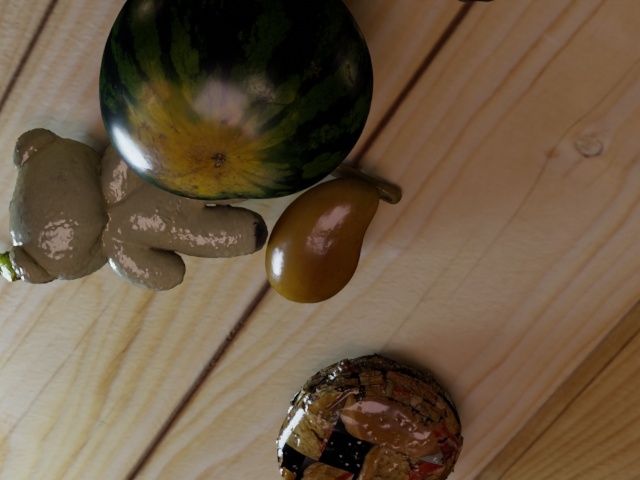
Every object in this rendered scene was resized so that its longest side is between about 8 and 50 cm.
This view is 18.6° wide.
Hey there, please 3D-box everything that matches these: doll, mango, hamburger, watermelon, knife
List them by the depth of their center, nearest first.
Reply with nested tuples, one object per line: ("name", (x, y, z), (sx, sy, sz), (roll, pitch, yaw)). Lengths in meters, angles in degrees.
("watermelon", (-0.086, -0.158, 1.891), (0.269, 0.269, 0.269), (6, 132, 7))
("knife", (-0.022, -0.103, 2.073), (0.256, 0.022, 0.046), (26, 149, -15))
("mango", (0.000, 0.000, 2.115), (0.102, 0.085, 0.184), (20, 137, -12))
("doll", (-0.196, -0.035, 2.125), (0.278, 0.175, 0.149), (-1, 169, 1))
("hamburger", (0.061, 0.237, 2.309), (0.231, 0.107, 0.231), (6, 124, 8))

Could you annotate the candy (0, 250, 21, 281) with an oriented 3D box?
("candy", (-0.392, 0.015, 2.255), (0.123, 0.035, 0.035), (20, 129, 5))
